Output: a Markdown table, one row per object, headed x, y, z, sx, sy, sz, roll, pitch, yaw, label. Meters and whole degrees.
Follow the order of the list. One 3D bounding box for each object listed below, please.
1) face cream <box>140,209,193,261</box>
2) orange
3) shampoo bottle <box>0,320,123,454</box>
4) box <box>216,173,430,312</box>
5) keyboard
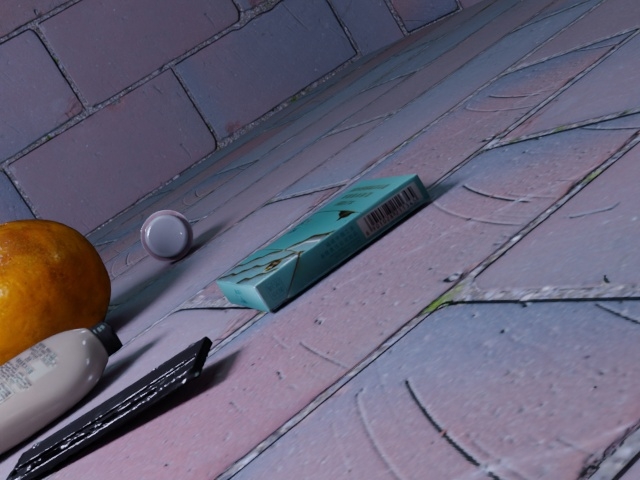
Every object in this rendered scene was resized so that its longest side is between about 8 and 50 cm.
| x | y | z | sx | sy | sz | roll | pitch | yaw | label |
| --- | --- | --- | --- | --- | --- | --- | --- | --- | --- |
| -0.269 | -0.008 | 1.847 | 0.091 | 0.091 | 0.095 | -32 | 3 | -4 | face cream |
| -0.454 | 0.093 | 1.563 | 0.284 | 0.226 | 0.284 | -32 | 4 | 3 | orange |
| -0.348 | 0.181 | 1.245 | 0.257 | 0.078 | 0.127 | -37 | 32 | -22 | shampoo bottle |
| -0.001 | 0.000 | 1.213 | 0.229 | 0.041 | 0.162 | -35 | 11 | -16 | box |
| -0.213 | 0.175 | 1.047 | 0.250 | 0.017 | 0.087 | -33 | 12 | 13 | keyboard |
